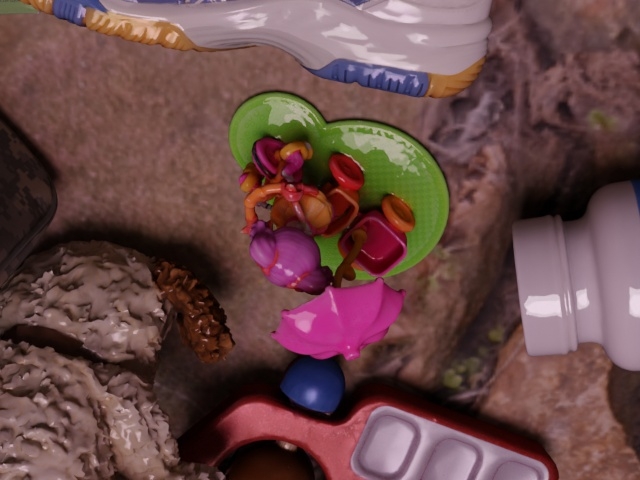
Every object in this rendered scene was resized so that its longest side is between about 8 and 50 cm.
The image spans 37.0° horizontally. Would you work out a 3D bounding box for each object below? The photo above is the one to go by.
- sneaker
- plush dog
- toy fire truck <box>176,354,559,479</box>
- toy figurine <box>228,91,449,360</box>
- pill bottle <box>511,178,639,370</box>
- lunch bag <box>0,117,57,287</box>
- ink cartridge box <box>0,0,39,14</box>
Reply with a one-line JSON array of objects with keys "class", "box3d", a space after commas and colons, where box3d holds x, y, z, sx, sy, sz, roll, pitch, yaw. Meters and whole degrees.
[{"class": "sneaker", "box3d": [-0.043, -0.172, 0.558, 0.296, 0.112, 0.131, 9, 107, -1]}, {"class": "plush dog", "box3d": [-0.187, 0.100, 0.672, 0.262, 0.225, 0.211, 2, 147, 18]}, {"class": "toy fire truck", "box3d": [0.009, 0.225, 0.772, 0.302, 0.169, 0.254, 23, 99, -6]}, {"class": "toy figurine", "box3d": [0.000, 0.000, 0.612, 0.173, 0.159, 0.130, 40, 119, -15]}, {"class": "pill bottle", "box3d": [0.238, 0.017, 0.607, 0.221, 0.124, 0.124, -6, 121, 13]}, {"class": "lunch bag", "box3d": [-0.348, 0.022, 0.601, 0.256, 0.305, 0.212, -33, 109, 22]}, {"class": "ink cartridge box", "box3d": [-0.250, -0.224, 0.565, 0.108, 0.062, 0.209, 0, 122, 8]}]
